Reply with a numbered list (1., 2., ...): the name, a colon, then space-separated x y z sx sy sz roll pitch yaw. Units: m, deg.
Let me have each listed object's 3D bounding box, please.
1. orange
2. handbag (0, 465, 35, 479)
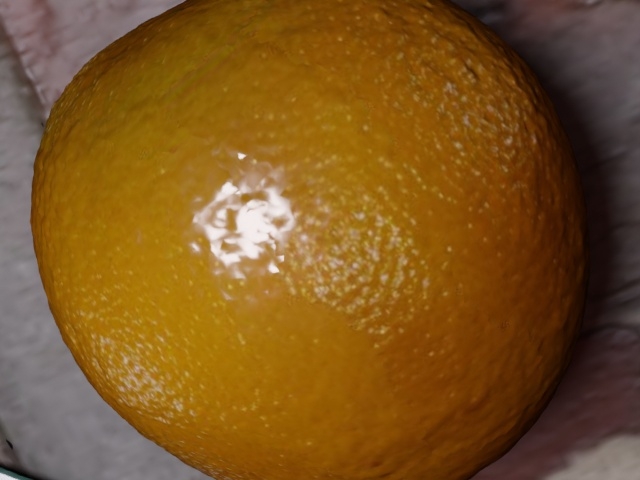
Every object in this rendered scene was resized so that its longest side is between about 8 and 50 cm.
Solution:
1. orange: 0.000 0.000 0.589 0.206 0.206 0.206 1 103 3
2. handbag: -0.098 0.237 0.698 0.326 0.089 0.238 21 103 -3
